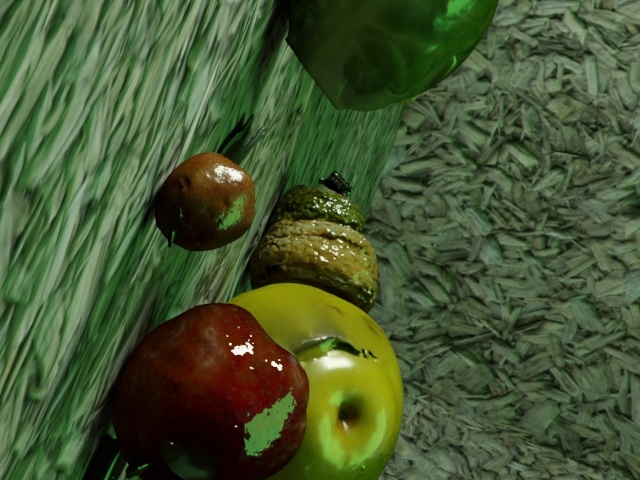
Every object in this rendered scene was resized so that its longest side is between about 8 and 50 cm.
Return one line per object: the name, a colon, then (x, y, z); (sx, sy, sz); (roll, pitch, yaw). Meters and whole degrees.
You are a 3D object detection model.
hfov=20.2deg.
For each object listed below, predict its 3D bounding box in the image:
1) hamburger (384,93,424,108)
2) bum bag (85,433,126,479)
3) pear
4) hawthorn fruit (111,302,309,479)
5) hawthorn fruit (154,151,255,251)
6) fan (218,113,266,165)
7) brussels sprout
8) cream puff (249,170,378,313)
hamburger: (0.114, -0.291, 2.347); (0.243, 0.139, 0.261); (-62, 177, -75)
bum bag: (-0.216, 0.251, 1.776); (0.159, 0.026, 0.109); (90, 22, -79)
pear: (-0.058, 0.192, 2.097); (0.336, 0.285, 0.285); (-16, -143, 42)
hawthorn fruit: (-0.113, 0.164, 1.684); (0.202, 0.185, 0.185); (-42, 159, -43)
hawthorn fruit: (-0.100, -0.028, 1.500); (0.093, 0.081, 0.081); (-36, 150, -57)
fan: (-0.090, -0.075, 1.833); (0.220, 0.009, 0.132); (-58, 171, -61)
brussels sprout: (0.074, -0.245, 1.774); (0.244, 0.244, 0.244); (22, 90, -86)
cream puff: (0.000, 0.000, 2.364); (0.183, 0.183, 0.169); (102, -2, -66)
